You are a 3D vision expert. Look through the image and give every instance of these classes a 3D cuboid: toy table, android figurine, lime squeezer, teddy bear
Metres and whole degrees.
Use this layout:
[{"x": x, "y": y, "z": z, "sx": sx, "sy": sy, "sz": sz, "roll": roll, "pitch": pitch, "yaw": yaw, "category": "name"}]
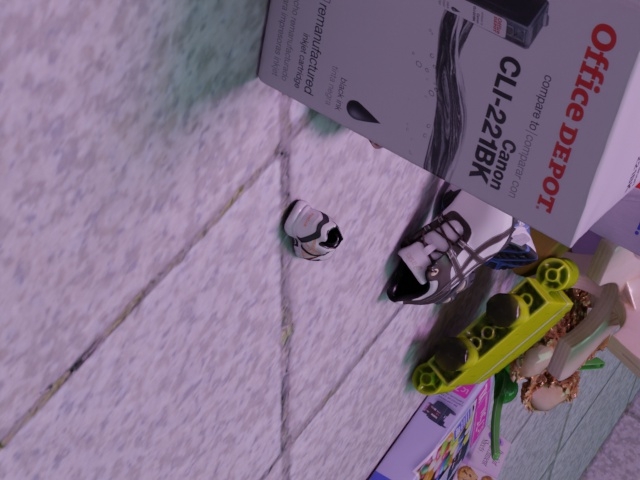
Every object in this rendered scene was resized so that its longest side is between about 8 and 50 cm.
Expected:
[{"x": 0.402, "y": 0.073, "z": 2.068, "sx": 0.161, "sy": 0.274, "sz": 0.252, "roll": -22, "pitch": 131, "yaw": -35, "category": "toy table"}, {"x": 0.230, "y": 0.113, "z": 1.953, "sx": 0.248, "sy": 0.056, "sz": 0.273, "roll": -43, "pitch": 165, "yaw": 15, "category": "android figurine"}, {"x": 0.306, "y": 0.228, "z": 2.342, "sx": 0.310, "sy": 0.110, "sz": 0.059, "roll": -32, "pitch": 167, "yaw": -44, "category": "lime squeezer"}, {"x": 0.370, "y": 0.100, "z": 2.293, "sx": 0.245, "sy": 0.113, "sz": 0.338, "roll": 39, "pitch": 71, "yaw": -48, "category": "teddy bear"}]

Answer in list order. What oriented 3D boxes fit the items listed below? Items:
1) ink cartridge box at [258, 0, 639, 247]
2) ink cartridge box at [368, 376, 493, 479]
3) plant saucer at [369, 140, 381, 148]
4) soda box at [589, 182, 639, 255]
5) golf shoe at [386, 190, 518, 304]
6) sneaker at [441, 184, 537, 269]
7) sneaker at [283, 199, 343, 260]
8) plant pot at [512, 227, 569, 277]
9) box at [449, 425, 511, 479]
[{"x": 0.108, "y": -0.150, "z": 1.060, "sx": 0.114, "sy": 0.273, "sz": 0.197, "roll": -41, "pitch": 153, "yaw": -43, "category": "ink cartridge box"}, {"x": 0.132, "y": 0.313, "z": 2.100, "sx": 0.311, "sy": 0.065, "sz": 0.186, "roll": -49, "pitch": 157, "yaw": -24, "category": "ink cartridge box"}, {"x": 0.076, "y": -0.172, "z": 1.282, "sx": 0.198, "sy": 0.036, "sz": 0.198, "roll": -57, "pitch": 166, "yaw": -22, "category": "plant saucer"}, {"x": 0.378, "y": -0.049, "z": 1.852, "sx": 0.091, "sy": 0.286, "sz": 0.098, "roll": -22, "pitch": 137, "yaw": -58, "category": "soda box"}, {"x": 0.137, "y": 0.005, "z": 1.621, "sx": 0.094, "sy": 0.077, "sz": 0.198, "roll": -15, "pitch": 145, "yaw": -39, "category": "golf shoe"}, {"x": 0.185, "y": -0.032, "z": 1.745, "sx": 0.211, "sy": 0.080, "sz": 0.081, "roll": 41, "pitch": 41, "yaw": -61, "category": "sneaker"}, {"x": 0.000, "y": 0.000, "z": 1.353, "sx": 0.040, "sy": 0.044, "sz": 0.109, "roll": -60, "pitch": 162, "yaw": -6, "category": "sneaker"}, {"x": 0.266, "y": 0.001, "z": 1.967, "sx": 0.083, "sy": 0.081, "sz": 0.081, "roll": -50, "pitch": 162, "yaw": 10, "category": "plant pot"}, {"x": 0.204, "y": 0.368, "z": 2.229, "sx": 0.063, "sy": 0.067, "sz": 0.324, "roll": -52, "pitch": 178, "yaw": 27, "category": "box"}]
